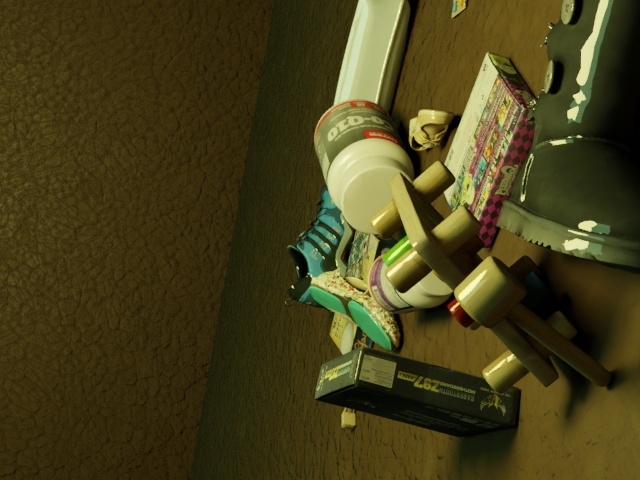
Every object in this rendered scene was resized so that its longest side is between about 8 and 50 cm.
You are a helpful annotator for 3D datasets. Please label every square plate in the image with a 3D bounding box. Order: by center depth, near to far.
[{"bbox_3d":[0.105,-0.351,2.508,0.344,0.049,0.347,-134,56,-73],"label":"square plate"}]

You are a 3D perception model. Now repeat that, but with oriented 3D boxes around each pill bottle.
[{"bbox_3d":[0.154,0.058,1.902,0.193,0.108,0.108,155,124,-72],"label":"pill bottle"},{"bbox_3d":[0.084,-0.138,2.205,0.283,0.161,0.161,-107,31,-60],"label":"pill bottle"}]

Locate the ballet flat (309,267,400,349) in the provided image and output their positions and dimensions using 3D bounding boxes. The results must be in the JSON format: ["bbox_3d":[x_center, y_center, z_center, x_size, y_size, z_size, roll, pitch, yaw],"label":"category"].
[{"bbox_3d":[0.075,0.112,2.148,0.241,0.077,0.091,33,150,41],"label":"ballet flat"}]

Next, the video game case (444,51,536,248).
[{"bbox_3d":[0.252,-0.138,1.799,0.210,0.042,0.232,-104,28,-59],"label":"video game case"}]

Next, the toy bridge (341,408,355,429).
[{"bbox_3d":[0.076,0.274,2.206,0.063,0.026,0.188,-90,18,-45],"label":"toy bridge"}]

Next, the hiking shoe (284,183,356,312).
[{"bbox_3d":[0.000,0.000,2.482,0.113,0.132,0.304,122,155,-55],"label":"hiking shoe"}]

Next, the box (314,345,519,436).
[{"bbox_3d":[0.128,0.211,1.637,0.183,0.233,0.059,143,142,-69],"label":"box"}]

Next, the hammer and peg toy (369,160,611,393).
[{"bbox_3d":[0.191,0.067,1.438,0.127,0.266,0.361,-41,19,11],"label":"hammer and peg toy"}]

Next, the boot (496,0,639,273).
[{"bbox_3d":[0.344,-0.198,1.337,0.367,0.146,0.445,-147,73,-73],"label":"boot"}]

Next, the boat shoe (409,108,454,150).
[{"bbox_3d":[0.189,-0.187,2.051,0.170,0.063,0.059,144,133,-83],"label":"boat shoe"}]

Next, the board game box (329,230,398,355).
[{"bbox_3d":[0.081,0.097,2.282,0.165,0.042,0.243,-128,50,-71],"label":"board game box"}]

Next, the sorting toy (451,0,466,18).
[{"bbox_3d":[0.245,-0.440,2.105,0.062,0.012,0.083,146,133,-70],"label":"sorting toy"}]
